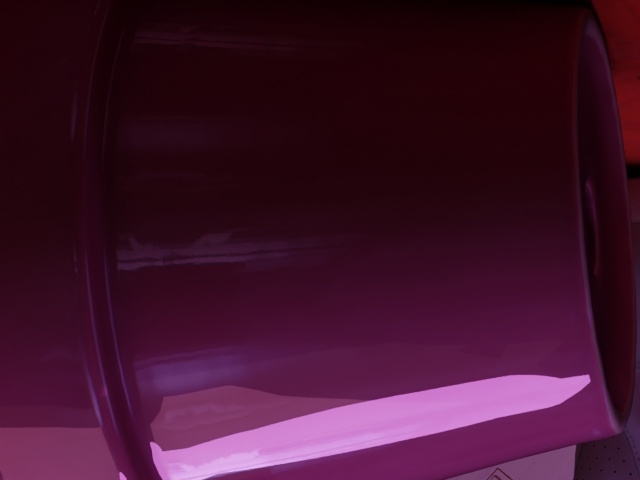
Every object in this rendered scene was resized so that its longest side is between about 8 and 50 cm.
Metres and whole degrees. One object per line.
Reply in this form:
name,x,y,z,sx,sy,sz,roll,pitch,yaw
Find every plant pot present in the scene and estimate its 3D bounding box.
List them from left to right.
plant pot,0.000,0.000,0.594,0.180,0.201,0.201,-5,164,16

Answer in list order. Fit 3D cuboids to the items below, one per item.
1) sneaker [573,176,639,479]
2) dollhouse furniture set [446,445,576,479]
sneaker,0.202,0.082,0.793,0.256,0.151,0.094,19,167,-29
dollhouse furniture set,0.069,0.043,1.005,0.286,0.198,0.303,39,-161,-3
